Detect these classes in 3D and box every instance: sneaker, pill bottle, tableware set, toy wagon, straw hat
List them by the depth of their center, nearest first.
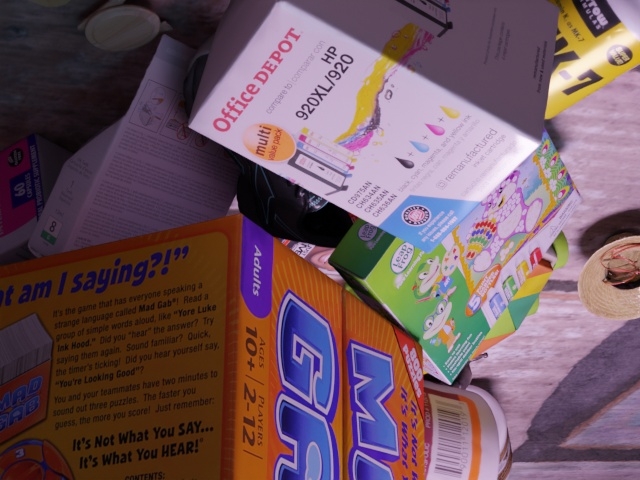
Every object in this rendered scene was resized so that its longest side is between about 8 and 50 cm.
[{"bbox_3d":[-0.165,-0.211,1.270,0.141,0.020,0.169,-27,150,29],"label":"tableware set"},{"bbox_3d":[0.232,-0.195,1.354,0.208,0.119,0.119,-32,146,32],"label":"pill bottle"},{"bbox_3d":[-0.036,-0.088,1.405,0.101,0.106,0.267,-48,143,-17],"label":"sneaker"},{"bbox_3d":[0.154,0.051,1.771,0.267,0.068,0.344,-15,154,-20],"label":"toy wagon"},{"bbox_3d":[0.368,0.025,1.870,0.145,0.061,0.144,-5,134,-5],"label":"straw hat"},{"bbox_3d":[-0.001,0.253,1.912,0.392,0.224,0.224,15,144,-18],"label":"pill bottle"},{"bbox_3d":[0.210,0.305,2.243,0.131,0.131,0.229,-14,152,3],"label":"pill bottle"}]

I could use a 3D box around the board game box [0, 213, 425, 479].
[{"bbox_3d":[-0.137,0.231,1.382,0.357,0.356,0.356,-12,154,26],"label":"board game box"}]

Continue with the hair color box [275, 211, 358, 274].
[{"bbox_3d":[0.000,0.000,1.695,0.141,0.043,0.072,5,146,-30],"label":"hair color box"}]

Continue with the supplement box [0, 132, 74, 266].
[{"bbox_3d":[-0.316,0.005,1.505,0.220,0.111,0.114,-27,149,24],"label":"supplement box"}]

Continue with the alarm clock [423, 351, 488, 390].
[{"bbox_3d":[0.117,0.178,2.052,0.192,0.064,0.129,7,147,-26],"label":"alarm clock"}]

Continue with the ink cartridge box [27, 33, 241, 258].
[{"bbox_3d":[-0.147,-0.066,1.423,0.181,0.056,0.224,19,96,-52],"label":"ink cartridge box"}]

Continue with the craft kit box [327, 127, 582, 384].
[{"bbox_3d":[0.141,-0.014,1.540,0.250,0.061,0.246,-54,141,-10],"label":"craft kit box"}]

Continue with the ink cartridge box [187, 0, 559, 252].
[{"bbox_3d":[0.043,-0.140,1.246,0.233,0.168,0.171,27,137,-15],"label":"ink cartridge box"}]
